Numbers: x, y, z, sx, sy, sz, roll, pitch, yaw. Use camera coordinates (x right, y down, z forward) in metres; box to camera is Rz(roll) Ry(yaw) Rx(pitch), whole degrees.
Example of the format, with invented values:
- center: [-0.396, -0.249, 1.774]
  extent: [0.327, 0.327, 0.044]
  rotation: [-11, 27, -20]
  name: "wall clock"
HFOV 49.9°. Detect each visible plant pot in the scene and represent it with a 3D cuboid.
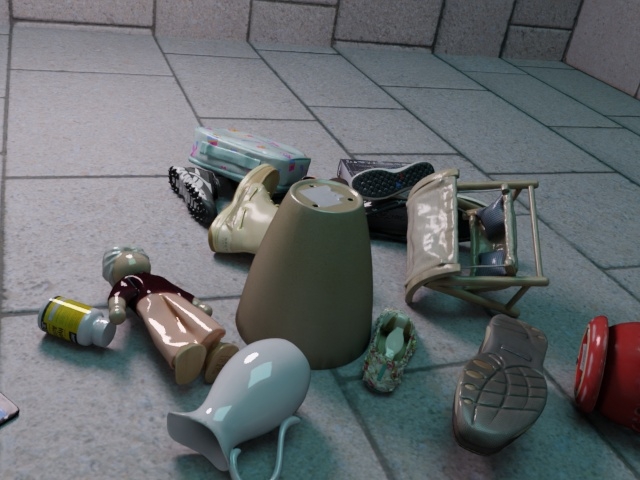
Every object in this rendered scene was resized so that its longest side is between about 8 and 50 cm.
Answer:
- center: [-0.012, 0.041, 1.221]
  extent: [0.256, 0.274, 0.257]
  rotation: [7, 30, -4]
  name: "plant pot"
- center: [0.529, 0.228, 1.163]
  extent: [0.174, 0.191, 0.191]
  rotation: [9, 28, 16]
  name: "plant pot"

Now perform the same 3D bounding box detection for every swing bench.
- center: [0.308, -0.001, 1.417]
  extent: [0.254, 0.165, 0.253]
  rotation: [9, 57, -5]
  name: "swing bench"

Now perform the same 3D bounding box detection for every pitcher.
- center: [-0.090, 0.252, 1.004]
  extent: [0.177, 0.125, 0.207]
  rotation: [42, 49, 12]
  name: "pitcher"

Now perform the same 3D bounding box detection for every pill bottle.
- center: [-0.401, 0.137, 1.140]
  extent: [0.116, 0.065, 0.065]
  rotation: [16, 30, 12]
  name: "pill bottle"

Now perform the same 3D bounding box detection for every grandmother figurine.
- center: [-0.275, 0.110, 1.189]
  extent: [0.342, 0.104, 0.207]
  rotation: [39, 10, 37]
  name: "grandmother figurine"

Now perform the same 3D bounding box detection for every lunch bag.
- center: [-0.183, -0.201, 1.715]
  extent: [0.279, 0.108, 0.224]
  rotation: [19, 16, 17]
  name: "lunch bag"

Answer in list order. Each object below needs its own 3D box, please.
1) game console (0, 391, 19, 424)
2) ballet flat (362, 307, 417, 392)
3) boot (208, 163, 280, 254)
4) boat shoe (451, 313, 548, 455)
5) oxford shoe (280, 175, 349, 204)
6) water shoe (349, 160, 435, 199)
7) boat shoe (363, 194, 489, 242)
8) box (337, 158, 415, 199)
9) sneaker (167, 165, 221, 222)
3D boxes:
- center: [-0.505, 0.221, 0.959]
  extent: [0.071, 0.107, 0.122]
  rotation: [-5, 16, 37]
  name: "game console"
- center: [0.134, 0.177, 1.228]
  extent: [0.091, 0.077, 0.241]
  rotation: [20, 30, 2]
  name: "ballet flat"
- center: [-0.095, -0.058, 1.476]
  extent: [0.203, 0.095, 0.262]
  rotation: [11, 45, 23]
  name: "boot"
- center: [0.286, 0.248, 1.104]
  extent: [0.132, 0.130, 0.355]
  rotation: [25, 27, 18]
  name: "boat shoe"
- center: [-0.001, -0.111, 1.661]
  extent: [0.096, 0.099, 0.271]
  rotation: [23, 33, 22]
  name: "oxford shoe"
- center: [0.165, -0.133, 1.600]
  extent: [0.203, 0.073, 0.080]
  rotation: [-10, -4, -6]
  name: "water shoe"
- center: [0.240, -0.042, 1.596]
  extent: [0.339, 0.127, 0.113]
  rotation: [12, 30, 5]
  name: "boat shoe"
- center: [0.178, -0.150, 1.835]
  extent: [0.230, 0.056, 0.183]
  rotation: [0, 32, -16]
  name: "box"
- center: [-0.273, -0.117, 1.612]
  extent: [0.106, 0.078, 0.234]
  rotation: [-11, 33, -28]
  name: "sneaker"
